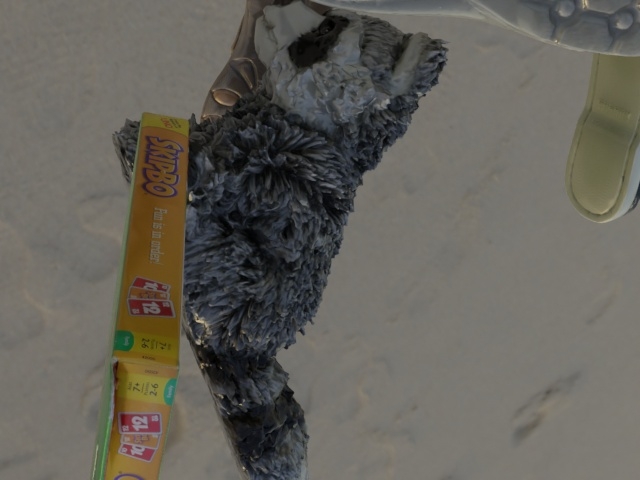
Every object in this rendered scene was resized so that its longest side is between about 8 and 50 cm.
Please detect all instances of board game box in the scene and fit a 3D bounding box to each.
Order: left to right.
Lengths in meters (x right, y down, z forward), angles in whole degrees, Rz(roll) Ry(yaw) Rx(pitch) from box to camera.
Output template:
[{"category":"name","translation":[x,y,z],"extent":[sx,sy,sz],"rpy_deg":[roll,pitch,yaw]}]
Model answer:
[{"category":"board game box","translation":[-0.091,0.045,0.556],"extent":[0.039,0.259,0.124],"rpy_deg":[9,120,-8]}]

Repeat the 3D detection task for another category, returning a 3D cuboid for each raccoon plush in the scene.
[{"category":"raccoon plush","translation":[0.000,0.000,1.033],"extent":[0.299,0.216,0.446],"rpy_deg":[-21,117,-12]}]

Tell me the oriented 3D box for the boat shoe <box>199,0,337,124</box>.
[{"category":"boat shoe","translation":[-0.043,-0.197,1.205],"extent":[0.123,0.116,0.324],"rpy_deg":[23,118,-2]}]

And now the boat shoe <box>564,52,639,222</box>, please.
[{"category":"boat shoe","translation":[0.367,-0.177,1.171],"extent":[0.113,0.127,0.340],"rpy_deg":[-12,124,-35]}]

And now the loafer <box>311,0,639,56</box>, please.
[{"category":"loafer","translation":[0.053,-0.178,0.587],"extent":[0.319,0.111,0.112],"rpy_deg":[14,120,-23]}]
